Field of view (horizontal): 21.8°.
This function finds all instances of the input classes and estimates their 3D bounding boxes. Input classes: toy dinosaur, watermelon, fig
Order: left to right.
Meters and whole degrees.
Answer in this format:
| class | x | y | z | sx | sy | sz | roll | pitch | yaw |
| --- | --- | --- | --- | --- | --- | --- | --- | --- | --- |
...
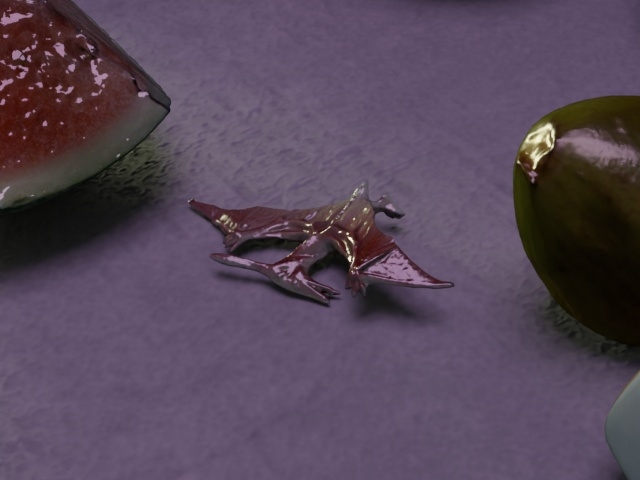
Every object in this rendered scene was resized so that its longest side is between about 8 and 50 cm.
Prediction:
| class | x | y | z | sx | sy | sz | roll | pitch | yaw |
| --- | --- | --- | --- | --- | --- | --- | --- | --- | --- |
| watermelon | -0.241 | -0.103 | 1.148 | 0.256 | 0.176 | 0.260 | 23 | 70 | 40 |
| toy dinosaur | 0.000 | -0.001 | 1.097 | 0.220 | 0.032 | 0.108 | 17 | 48 | 38 |
| fig | 0.186 | -0.019 | 1.004 | 0.144 | 0.166 | 0.154 | -54 | 20 | -2 |

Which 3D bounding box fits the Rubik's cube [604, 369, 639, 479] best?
| class | x | y | z | sx | sy | sz | roll | pitch | yaw |
| --- | --- | --- | --- | --- | --- | --- | --- | --- | --- |
| Rubik's cube | 0.276 | 0.093 | 0.878 | 0.254 | 0.254 | 0.254 | -3 | 41 | 3 |
